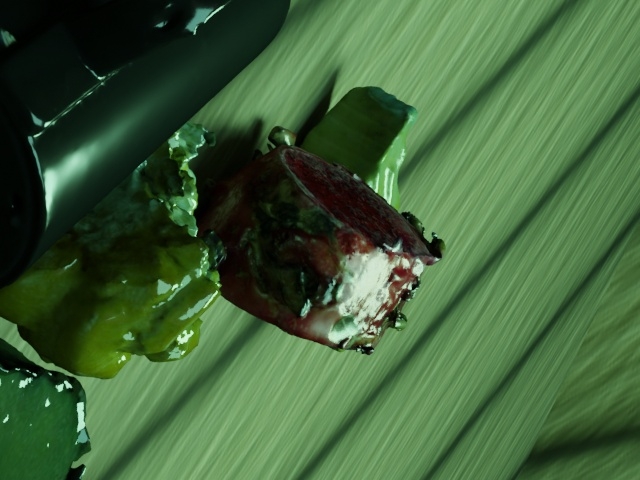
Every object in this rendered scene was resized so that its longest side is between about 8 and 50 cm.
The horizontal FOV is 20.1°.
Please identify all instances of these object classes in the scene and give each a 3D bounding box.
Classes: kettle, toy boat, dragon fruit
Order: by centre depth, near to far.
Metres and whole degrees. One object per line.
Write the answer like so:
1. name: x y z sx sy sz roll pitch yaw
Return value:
1. kettle: -0.153 -0.146 1.118 0.308 0.203 0.262 -44 171 -44
2. dragon fruit: 0.000 0.000 1.631 0.282 0.211 0.147 16 103 -44
3. toy boat: 0.014 -0.015 1.782 0.084 0.111 0.276 -22 135 -52

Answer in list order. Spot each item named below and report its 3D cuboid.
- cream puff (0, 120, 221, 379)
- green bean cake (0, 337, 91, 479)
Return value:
1. cream puff: -0.164 0.011 1.319 0.194 0.195 0.221 85 0 -53
2. green bean cake: -0.277 0.175 1.334 0.227 0.125 0.222 -63 156 -4
